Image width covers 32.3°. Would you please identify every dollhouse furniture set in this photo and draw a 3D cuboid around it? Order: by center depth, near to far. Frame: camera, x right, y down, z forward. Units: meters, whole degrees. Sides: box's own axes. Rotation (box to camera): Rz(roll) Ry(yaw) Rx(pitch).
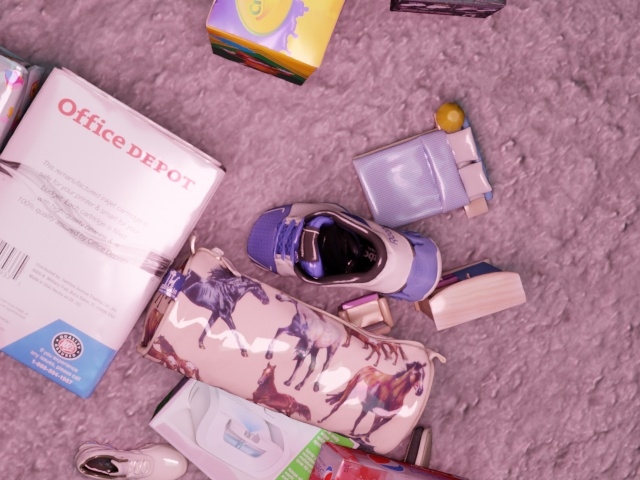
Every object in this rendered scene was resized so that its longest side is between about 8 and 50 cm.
[{"bbox_3d":[0.133,-0.028,1.655,0.286,0.198,0.303,-18,95,-3],"label":"dollhouse furniture set"}]

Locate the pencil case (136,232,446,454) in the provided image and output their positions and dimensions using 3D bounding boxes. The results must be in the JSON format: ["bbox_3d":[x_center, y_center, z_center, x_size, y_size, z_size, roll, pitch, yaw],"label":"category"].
[{"bbox_3d":[-0.041,0.151,1.552,0.410,0.160,0.184,23,102,-6],"label":"pencil case"}]

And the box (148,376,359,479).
[{"bbox_3d":[-0.086,0.269,1.700,0.262,0.127,0.231,43,92,-5],"label":"box"}]

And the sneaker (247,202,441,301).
[{"bbox_3d":[0.001,0.000,1.588,0.315,0.182,0.128,12,87,38],"label":"sneaker"}]

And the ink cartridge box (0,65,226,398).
[{"bbox_3d":[-0.356,-0.016,1.636,0.285,0.166,0.395,32,92,-6],"label":"ink cartridge box"}]

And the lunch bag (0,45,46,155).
[{"bbox_3d":[-0.561,-0.210,1.569,0.262,0.160,0.223,28,99,-6],"label":"lunch bag"}]

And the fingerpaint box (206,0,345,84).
[{"bbox_3d":[-0.005,-0.454,1.527,0.163,0.371,0.445,21,92,-5],"label":"fingerpaint box"}]

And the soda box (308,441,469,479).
[{"bbox_3d":[0.114,0.380,1.641,0.263,0.083,0.092,20,94,-22],"label":"soda box"}]

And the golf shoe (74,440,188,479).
[{"bbox_3d":[-0.292,0.353,1.710,0.176,0.086,0.069,2,92,-6],"label":"golf shoe"}]

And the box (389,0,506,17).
[{"bbox_3d":[0.194,-0.467,1.655,0.163,0.142,0.247,4,93,-3],"label":"box"}]

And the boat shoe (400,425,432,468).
[{"bbox_3d":[0.116,0.400,1.748,0.079,0.084,0.233,20,87,19],"label":"boat shoe"}]
